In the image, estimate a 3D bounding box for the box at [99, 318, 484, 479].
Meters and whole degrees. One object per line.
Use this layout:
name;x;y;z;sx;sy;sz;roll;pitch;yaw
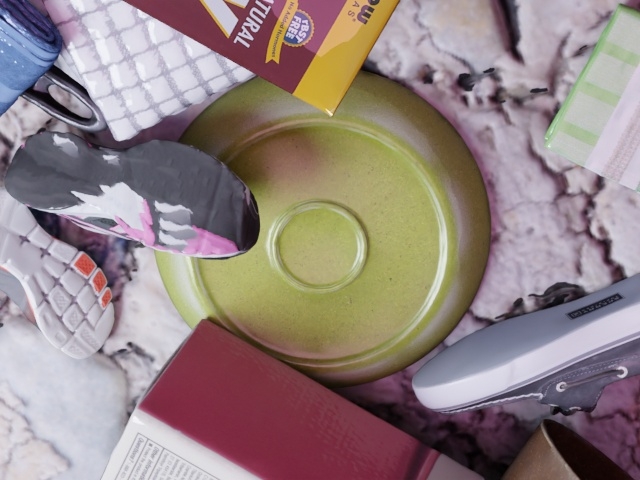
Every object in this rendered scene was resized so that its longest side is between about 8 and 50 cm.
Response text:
box;-0.029;0.187;0.893;0.232;0.127;0.148;30;121;2

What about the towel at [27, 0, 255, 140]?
towel;-0.092;-0.236;0.798;0.235;0.121;0.283;-25;107;11

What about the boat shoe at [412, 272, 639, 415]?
boat shoe;0.181;0.085;0.915;0.229;0.080;0.076;-22;104;1

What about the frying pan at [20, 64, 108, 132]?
frying pan;-0.308;-0.152;0.844;0.197;0.053;0.326;-34;93;19

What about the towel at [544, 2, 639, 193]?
towel;0.243;-0.080;0.888;0.152;0.023;0.113;26;104;-4

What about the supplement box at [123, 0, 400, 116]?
supplement box;-0.043;-0.184;0.648;0.194;0.191;0.129;29;109;-8

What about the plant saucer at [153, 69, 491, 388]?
plant saucer;0.000;0.000;0.910;0.241;0.037;0.240;0;107;1

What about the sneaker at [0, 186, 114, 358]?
sneaker;-0.205;0.017;0.920;0.061;0.065;0.158;-47;124;-23

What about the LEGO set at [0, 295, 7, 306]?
LEGO set;-0.269;0.051;0.941;0.083;0.023;0.054;-25;105;9

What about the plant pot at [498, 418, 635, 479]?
plant pot;0.152;0.278;0.889;0.215;0.215;0.230;41;99;-10

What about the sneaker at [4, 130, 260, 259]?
sneaker;-0.115;-0.030;0.870;0.178;0.077;0.072;19;83;22

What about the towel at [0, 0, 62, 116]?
towel;-0.210;-0.109;0.797;0.067;0.029;0.119;40;131;-20
